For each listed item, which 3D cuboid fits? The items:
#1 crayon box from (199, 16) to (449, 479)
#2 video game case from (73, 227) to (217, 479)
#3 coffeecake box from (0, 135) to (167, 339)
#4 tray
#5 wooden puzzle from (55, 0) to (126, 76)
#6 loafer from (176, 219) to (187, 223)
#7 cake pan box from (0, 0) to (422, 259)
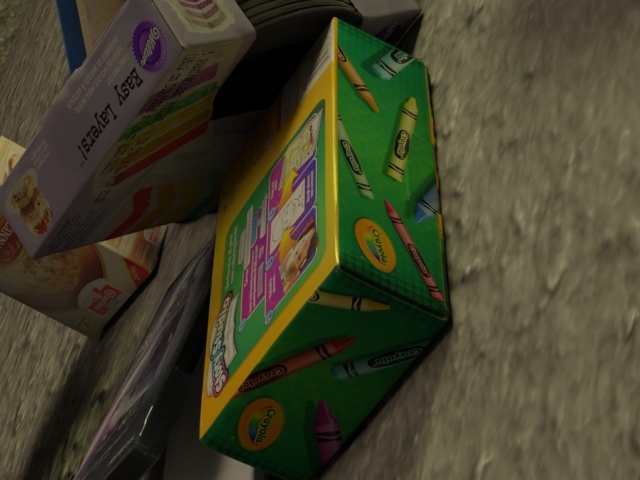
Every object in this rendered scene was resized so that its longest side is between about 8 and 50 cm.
[{"bbox_3d":[0.000,0.000,1.072,0.165,0.081,0.278,-53,22,33],"label":"crayon box"},{"bbox_3d":[-0.122,0.096,1.284,0.196,0.026,0.274,-48,16,48],"label":"video game case"},{"bbox_3d":[-0.268,0.001,1.621,0.142,0.185,0.068,-46,22,44],"label":"coffeecake box"},{"bbox_3d":[-0.068,0.153,1.143,0.145,0.030,0.270,-52,23,35],"label":"tray"},{"bbox_3d":[-0.210,-0.277,1.468,0.348,0.080,0.322,-97,-2,-70],"label":"wooden puzzle"},{"bbox_3d":[-0.121,-0.072,1.487,0.220,0.080,0.078,-14,54,67],"label":"loafer"},{"bbox_3d":[-0.081,-0.104,1.212,0.070,0.245,0.267,56,132,15],"label":"cake pan box"}]
